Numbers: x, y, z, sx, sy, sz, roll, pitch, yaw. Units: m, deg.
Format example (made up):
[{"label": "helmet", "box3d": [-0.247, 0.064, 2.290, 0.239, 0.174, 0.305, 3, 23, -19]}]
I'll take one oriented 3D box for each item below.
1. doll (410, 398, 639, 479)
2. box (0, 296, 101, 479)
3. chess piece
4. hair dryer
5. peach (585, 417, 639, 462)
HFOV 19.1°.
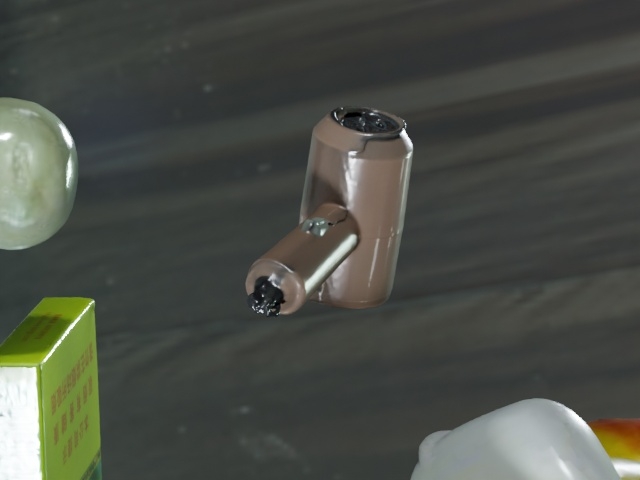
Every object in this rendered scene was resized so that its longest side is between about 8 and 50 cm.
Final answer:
[{"label": "doll", "box3d": [0.096, 0.159, 0.509, 0.252, 0.111, 0.237, 57, 33, 6]}, {"label": "box", "box3d": [-0.195, 0.224, 1.380, 0.187, 0.047, 0.335, -71, 161, -77]}, {"label": "chess piece", "box3d": [-0.277, -0.051, 1.217, 0.133, 0.243, 0.133, -174, -90, -85]}, {"label": "hair dryer", "box3d": [0.000, 0.000, 1.106, 0.182, 0.064, 0.117, -45, 147, -61]}, {"label": "peach", "box3d": [0.156, 0.237, 1.005, 0.238, 0.281, 0.281, -41, 118, -47]}]
